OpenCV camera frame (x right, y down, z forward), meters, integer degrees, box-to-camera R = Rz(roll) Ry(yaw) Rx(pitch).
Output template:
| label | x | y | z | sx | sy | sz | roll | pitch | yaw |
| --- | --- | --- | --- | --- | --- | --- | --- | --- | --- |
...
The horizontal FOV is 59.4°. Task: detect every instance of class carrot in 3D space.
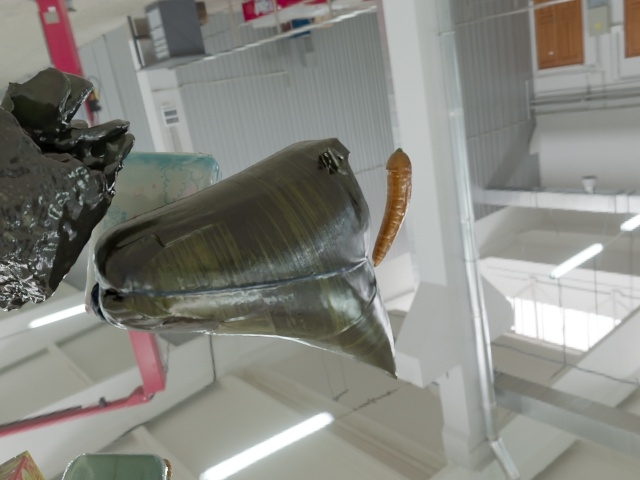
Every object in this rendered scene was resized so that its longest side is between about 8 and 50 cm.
| label | x | y | z | sx | sy | sz | roll | pitch | yaw |
| --- | --- | --- | --- | --- | --- | --- | --- | --- | --- |
| carrot | 0.164 | -0.070 | 1.250 | 0.062 | 0.271 | 0.066 | 13 | -166 | 29 |

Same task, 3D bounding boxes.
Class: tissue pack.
| label | x | y | z | sx | sy | sz | roll | pitch | yaw |
| --- | --- | --- | --- | --- | --- | --- | --- | --- | --- |
| tissue pack | -0.271 | -0.007 | 0.928 | 0.201 | 0.271 | 0.124 | 1 | 168 | 2 |

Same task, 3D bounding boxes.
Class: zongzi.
| label | x | y | z | sx | sy | sz | roll | pitch | yaw |
| --- | --- | --- | --- | --- | --- | --- | --- | --- | --- |
| zongzi | -0.077 | 0.114 | 0.809 | 0.403 | 0.432 | 0.208 | -27 | -160 | -25 |

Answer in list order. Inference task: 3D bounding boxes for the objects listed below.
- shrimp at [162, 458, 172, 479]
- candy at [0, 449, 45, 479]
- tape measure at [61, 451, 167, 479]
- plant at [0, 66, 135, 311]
| label | x | y | z | sx | sy | sz | roll | pitch | yaw |
| --- | --- | --- | --- | --- | --- | --- | --- | --- | --- |
| shrimp | -0.399 | 0.614 | 1.404 | 0.091 | 0.025 | 0.127 | -42 | -138 | 23 |
| candy | -0.594 | 0.491 | 1.008 | 0.146 | 0.088 | 0.276 | -27 | -173 | -17 |
| tape measure | -0.212 | 0.336 | 0.516 | 0.125 | 0.246 | 0.243 | 8 | -168 | -14 |
| plant | -0.354 | -0.071 | 0.643 | 0.199 | 0.188 | 0.276 | -9 | -127 | 25 |
